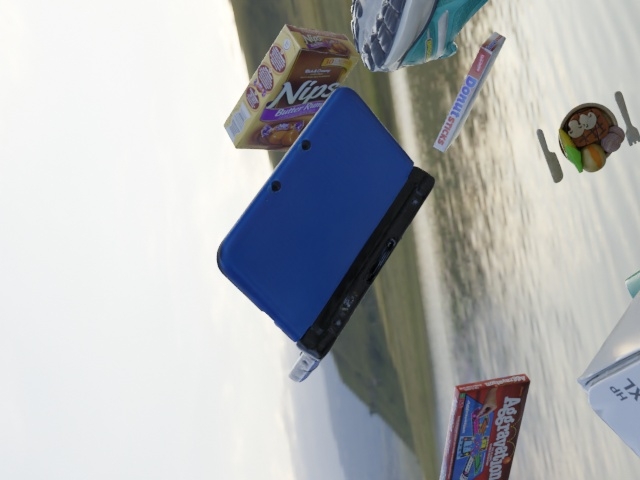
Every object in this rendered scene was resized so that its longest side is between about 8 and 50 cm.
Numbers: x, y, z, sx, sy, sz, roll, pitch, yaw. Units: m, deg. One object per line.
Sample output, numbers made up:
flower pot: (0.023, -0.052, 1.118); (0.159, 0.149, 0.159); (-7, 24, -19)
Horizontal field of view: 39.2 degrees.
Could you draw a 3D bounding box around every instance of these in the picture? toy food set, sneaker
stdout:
toy food set: (0.518, -0.198, 1.718); (0.132, 0.192, 0.038); (63, 178, -15)
sneaker: (0.110, -0.253, 0.724); (0.107, 0.110, 0.275); (66, 149, 29)

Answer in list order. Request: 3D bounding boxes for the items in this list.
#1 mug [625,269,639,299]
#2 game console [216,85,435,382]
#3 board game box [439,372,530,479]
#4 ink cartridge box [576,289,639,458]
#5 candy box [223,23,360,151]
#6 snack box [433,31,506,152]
mug: (0.665, 0.111, 1.704); (0.129, 0.097, 0.158); (22, -143, -47)
game console: (0.000, 0.000, 1.147); (0.293, 0.173, 0.250); (-55, -3, -23)
board game box: (0.308, 0.379, 1.708); (0.027, 0.145, 0.281); (-122, 29, -53)
ink cartridge box: (0.353, 0.063, 0.615); (0.223, 0.307, 0.129); (45, 143, 4)
candy box: (-0.042, -0.203, 1.229); (0.187, 0.109, 0.053); (-53, 54, 36)
snack box: (0.215, -0.212, 1.299); (0.064, 0.022, 0.178); (-46, -16, -47)
